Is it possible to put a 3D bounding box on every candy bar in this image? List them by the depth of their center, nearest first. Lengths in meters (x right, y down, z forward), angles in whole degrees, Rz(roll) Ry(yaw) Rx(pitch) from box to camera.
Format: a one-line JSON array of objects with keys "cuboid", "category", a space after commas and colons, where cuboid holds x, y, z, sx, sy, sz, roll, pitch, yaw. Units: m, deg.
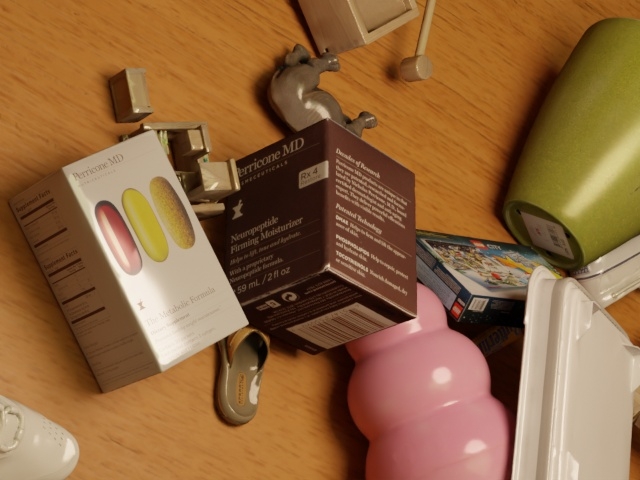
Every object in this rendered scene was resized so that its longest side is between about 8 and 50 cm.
[{"cuboid": [0.219, 0.138, 2.203, 0.161, 0.018, 0.040, -25, 92, -39], "category": "candy bar"}]

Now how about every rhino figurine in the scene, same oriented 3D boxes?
[{"cuboid": [0.018, -0.131, 2.104, 0.243, 0.073, 0.106, 56, 48, -11], "category": "rhino figurine"}]

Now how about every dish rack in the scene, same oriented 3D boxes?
[{"cuboid": [0.325, 0.220, 2.021, 0.285, 0.072, 0.333, 40, 52, -52], "category": "dish rack"}]

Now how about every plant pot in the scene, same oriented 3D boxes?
[{"cuboid": [0.390, -0.109, 2.279, 0.275, 0.275, 0.293, 48, 68, -15], "category": "plant pot"}]

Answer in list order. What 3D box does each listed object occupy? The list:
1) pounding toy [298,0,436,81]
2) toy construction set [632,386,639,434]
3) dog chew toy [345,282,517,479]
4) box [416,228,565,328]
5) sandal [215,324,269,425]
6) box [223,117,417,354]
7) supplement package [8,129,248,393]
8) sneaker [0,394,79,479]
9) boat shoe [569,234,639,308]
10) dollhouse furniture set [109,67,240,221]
[{"cuboid": [0.071, -0.299, 2.192, 0.181, 0.094, 0.206, -34, 106, -44], "category": "pounding toy"}, {"cuboid": [0.492, 0.235, 2.213, 0.237, 0.309, 0.257, -23, 82, -35], "category": "toy construction set"}, {"cuboid": [0.127, 0.199, 2.007, 0.206, 0.206, 0.332, -11, 74, -39], "category": "dog chew toy"}, {"cuboid": [0.228, 0.054, 2.151, 0.233, 0.044, 0.159, 8, 26, -38], "category": "box"}, {"cuboid": [-0.089, 0.127, 1.953, 0.072, 0.049, 0.180, 11, 69, -34], "category": "sandal"}, {"cuboid": [0.000, 0.000, 1.951, 0.167, 0.168, 0.203, 29, 50, -41], "category": "box"}, {"cuboid": [-0.214, 0.024, 1.838, 0.139, 0.134, 0.244, -29, 93, -40], "category": "supplement package"}, {"cuboid": [-0.370, 0.189, 1.671, 0.297, 0.129, 0.111, 21, 62, -32], "category": "sneaker"}, {"cuboid": [0.471, 0.030, 2.380, 0.267, 0.096, 0.088, -22, 93, -38], "category": "boat shoe"}, {"cuboid": [-0.148, -0.126, 1.919, 0.101, 0.161, 0.182, -5, 79, -38], "category": "dollhouse furniture set"}]
